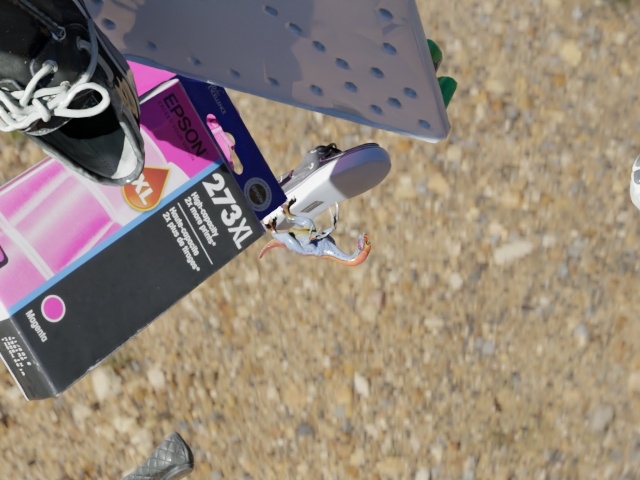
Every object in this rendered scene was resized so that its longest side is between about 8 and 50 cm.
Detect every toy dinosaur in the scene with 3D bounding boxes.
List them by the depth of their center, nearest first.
[{"bbox_3d":[0.000,0.000,1.195,0.082,0.090,0.047,39,57,15],"label":"toy dinosaur"}]

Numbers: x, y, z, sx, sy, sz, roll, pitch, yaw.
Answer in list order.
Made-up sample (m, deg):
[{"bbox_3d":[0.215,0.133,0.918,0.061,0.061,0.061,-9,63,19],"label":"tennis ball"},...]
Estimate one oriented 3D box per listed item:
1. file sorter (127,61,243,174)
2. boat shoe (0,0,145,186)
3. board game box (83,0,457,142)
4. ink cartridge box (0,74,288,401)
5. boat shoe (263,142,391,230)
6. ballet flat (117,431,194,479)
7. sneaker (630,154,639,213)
[{"bbox_3d":[-0.207,-0.145,1.873,0.202,0.291,0.182,-22,33,-12],"label":"file sorter"},{"bbox_3d":[-0.219,-0.129,1.192,0.113,0.306,0.105,-22,64,3],"label":"boat shoe"},{"bbox_3d":[-0.102,-0.244,1.141,0.390,0.390,0.050,17,65,24],"label":"board game box"},{"bbox_3d":[-0.173,-0.025,1.436,0.371,0.069,0.176,-40,106,-39],"label":"ink cartridge box"},{"bbox_3d":[0.002,-0.085,1.956,0.080,0.228,0.076,5,66,-35],"label":"boat shoe"},{"bbox_3d":[-0.215,0.282,1.839,0.173,0.057,0.049,-32,67,30],"label":"ballet flat"},{"bbox_3d":[0.306,0.022,0.896,0.275,0.110,0.107,32,67,32],"label":"sneaker"}]
